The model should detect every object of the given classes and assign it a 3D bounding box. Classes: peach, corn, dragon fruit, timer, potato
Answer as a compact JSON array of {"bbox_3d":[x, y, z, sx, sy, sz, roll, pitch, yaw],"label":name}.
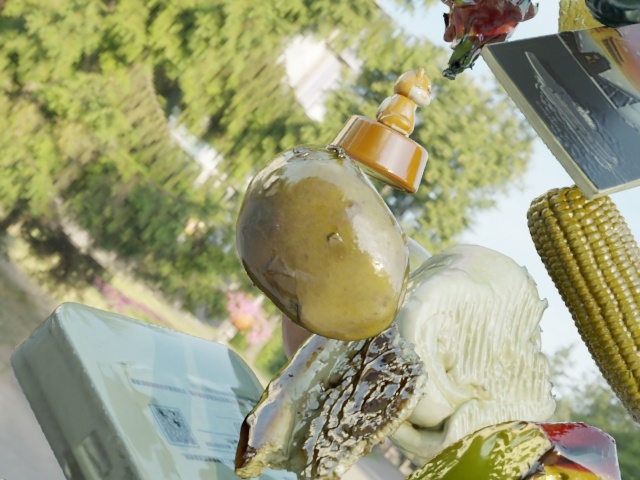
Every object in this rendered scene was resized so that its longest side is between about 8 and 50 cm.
[{"bbox_3d":[0.157,0.268,0.972,0.159,0.267,0.154,51,-11,-26],"label":"peach"},{"bbox_3d":[0.394,0.084,1.404,0.131,0.131,0.344,65,2,-75],"label":"corn"},{"bbox_3d":[0.247,-0.354,1.651,0.137,0.236,0.135,49,-18,-20],"label":"dragon fruit"},{"bbox_3d":[0.101,-0.157,1.380,0.132,0.152,0.132,28,0,0],"label":"timer"},{"bbox_3d":[0.000,0.000,0.873,0.176,0.137,0.137,55,2,31],"label":"potato"}]

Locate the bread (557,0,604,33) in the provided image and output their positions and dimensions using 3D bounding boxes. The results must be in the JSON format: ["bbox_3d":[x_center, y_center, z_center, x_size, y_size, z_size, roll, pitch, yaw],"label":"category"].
[{"bbox_3d":[0.548,-0.399,1.975,0.196,0.138,0.102,5,-17,19],"label":"bread"}]

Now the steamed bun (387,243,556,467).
[{"bbox_3d":[0.155,0.153,1.379,0.207,0.280,0.268,-7,-74,52],"label":"steamed bun"}]

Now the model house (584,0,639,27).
[{"bbox_3d":[0.422,-0.382,1.370,0.291,0.184,0.253,-71,143,-62],"label":"model house"}]

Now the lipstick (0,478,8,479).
[{"bbox_3d":[-0.268,0.257,0.906,0.290,0.077,0.076,1,-64,27],"label":"lipstick"}]

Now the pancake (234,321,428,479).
[{"bbox_3d":[-0.001,0.150,1.039,0.056,0.212,0.257,54,5,-19],"label":"pancake"}]

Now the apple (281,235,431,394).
[{"bbox_3d":[0.083,0.131,1.905,0.319,0.319,0.277,45,13,-27],"label":"apple"}]

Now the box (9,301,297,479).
[{"bbox_3d":[-0.133,0.267,1.198,0.396,0.111,0.396,54,15,30],"label":"box"}]

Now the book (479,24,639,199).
[{"bbox_3d":[0.426,-0.195,1.455,0.262,0.374,0.028,58,-37,24],"label":"book"}]
